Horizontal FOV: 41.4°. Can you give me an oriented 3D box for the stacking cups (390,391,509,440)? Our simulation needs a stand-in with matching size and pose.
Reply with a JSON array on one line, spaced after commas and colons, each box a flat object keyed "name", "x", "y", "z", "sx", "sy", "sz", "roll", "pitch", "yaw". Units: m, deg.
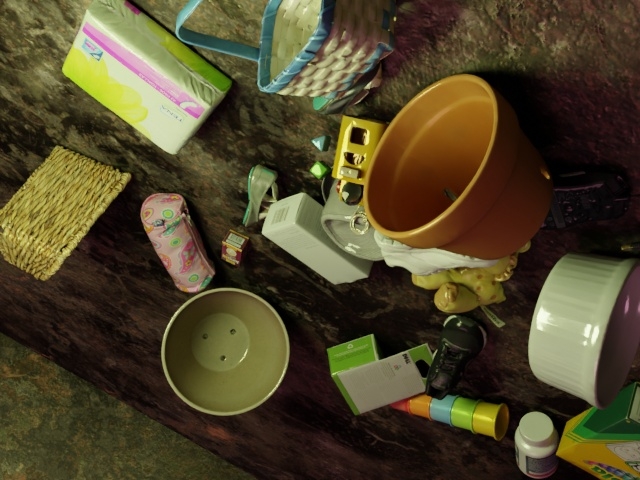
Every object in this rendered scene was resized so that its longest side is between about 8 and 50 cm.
[{"name": "stacking cups", "x": 0.327, "y": 0.446, "z": 2.211, "sx": 0.316, "sy": 0.096, "sz": 0.096, "roll": 4, "pitch": 140, "yaw": 34}]

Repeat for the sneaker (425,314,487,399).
[{"name": "sneaker", "x": 0.310, "y": 0.286, "z": 1.977, "sx": 0.107, "sy": 0.124, "sz": 0.283, "roll": 22, "pitch": 147, "yaw": 11}]

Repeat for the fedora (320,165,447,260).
[{"name": "fedora", "x": 0.109, "y": -0.044, "z": 1.680, "sx": 0.275, "sy": 0.124, "sz": 0.243, "roll": 9, "pitch": 143, "yaw": 29}]

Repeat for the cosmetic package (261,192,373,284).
[{"name": "cosmetic package", "x": 0.000, "y": 0.000, "z": 1.835, "sx": 0.231, "sy": 0.085, "sz": 0.117, "roll": 36, "pitch": 148, "yaw": -31}]

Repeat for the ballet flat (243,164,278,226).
[{"name": "ballet flat", "x": -0.129, "y": -0.086, "z": 1.862, "sx": 0.068, "sy": 0.072, "sz": 0.213, "roll": 17, "pitch": 148, "yaw": 0}]

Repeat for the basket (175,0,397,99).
[{"name": "basket", "x": -0.050, "y": -0.341, "z": 1.296, "sx": 0.289, "sy": 0.201, "sz": 0.255, "roll": 10, "pitch": 157, "yaw": -31}]

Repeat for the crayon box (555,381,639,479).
[{"name": "crayon box", "x": 0.776, "y": 0.493, "z": 1.916, "sx": 0.363, "sy": 0.106, "sz": 0.313, "roll": 29, "pitch": 148, "yaw": 1}]

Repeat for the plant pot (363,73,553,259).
[{"name": "plant pot", "x": 0.242, "y": -0.098, "z": 1.393, "sx": 0.203, "sy": 0.290, "sz": 0.291, "roll": 28, "pitch": 152, "yaw": -31}]

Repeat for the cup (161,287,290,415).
[{"name": "cup", "x": -0.263, "y": 0.288, "z": 2.298, "sx": 0.331, "sy": 0.331, "sz": 0.237, "roll": 35, "pitch": 174, "yaw": -8}]

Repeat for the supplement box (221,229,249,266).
[{"name": "supplement box", "x": -0.212, "y": 0.019, "z": 2.092, "sx": 0.055, "sy": 0.043, "sz": 0.083, "roll": 24, "pitch": 148, "yaw": 7}]

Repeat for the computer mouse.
[{"name": "computer mouse", "x": 0.481, "y": -0.052, "z": 1.447, "sx": 0.262, "sy": 0.060, "sz": 0.184, "roll": -13, "pitch": 125, "yaw": 32}]

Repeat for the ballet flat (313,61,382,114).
[{"name": "ballet flat", "x": 0.063, "y": -0.279, "z": 1.458, "sx": 0.074, "sy": 0.074, "sz": 0.203, "roll": 37, "pitch": 141, "yaw": -11}]

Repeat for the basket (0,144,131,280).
[{"name": "basket", "x": -0.616, "y": -0.042, "z": 2.082, "sx": 0.223, "sy": 0.299, "sz": 0.213, "roll": 22, "pitch": 147, "yaw": 12}]

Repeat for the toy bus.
[{"name": "toy bus", "x": 0.071, "y": -0.131, "z": 1.535, "sx": 0.191, "sy": 0.104, "sz": 0.202, "roll": -35, "pitch": 83, "yaw": 23}]

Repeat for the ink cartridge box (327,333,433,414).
[{"name": "ink cartridge box", "x": 0.171, "y": 0.329, "z": 2.189, "sx": 0.255, "sy": 0.097, "sz": 0.188, "roll": -20, "pitch": 131, "yaw": 8}]

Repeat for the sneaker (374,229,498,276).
[{"name": "sneaker", "x": 0.219, "y": 0.020, "z": 1.561, "sx": 0.232, "sy": 0.090, "sz": 0.115, "roll": 9, "pitch": 143, "yaw": 21}]

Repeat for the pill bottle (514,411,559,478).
[{"name": "pill bottle", "x": 0.542, "y": 0.509, "z": 2.118, "sx": 0.108, "sy": 0.108, "sz": 0.180, "roll": 13, "pitch": 144, "yaw": 24}]

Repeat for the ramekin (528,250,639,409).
[{"name": "ramekin", "x": 0.486, "y": 0.152, "z": 1.532, "sx": 0.135, "sy": 0.277, "sz": 0.277, "roll": 17, "pitch": 146, "yaw": 33}]

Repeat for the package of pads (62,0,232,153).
[{"name": "package of pads", "x": -0.350, "y": -0.323, "z": 1.677, "sx": 0.296, "sy": 0.101, "sz": 0.229, "roll": 37, "pitch": 146, "yaw": -11}]

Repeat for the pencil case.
[{"name": "pencil case", "x": -0.351, "y": 0.006, "z": 2.114, "sx": 0.124, "sy": 0.124, "sz": 0.284, "roll": 13, "pitch": 143, "yaw": 24}]

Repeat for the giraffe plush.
[{"name": "giraffe plush", "x": 0.306, "y": 0.044, "z": 1.637, "sx": 0.210, "sy": 0.181, "sz": 0.170, "roll": 33, "pitch": 127, "yaw": 13}]
